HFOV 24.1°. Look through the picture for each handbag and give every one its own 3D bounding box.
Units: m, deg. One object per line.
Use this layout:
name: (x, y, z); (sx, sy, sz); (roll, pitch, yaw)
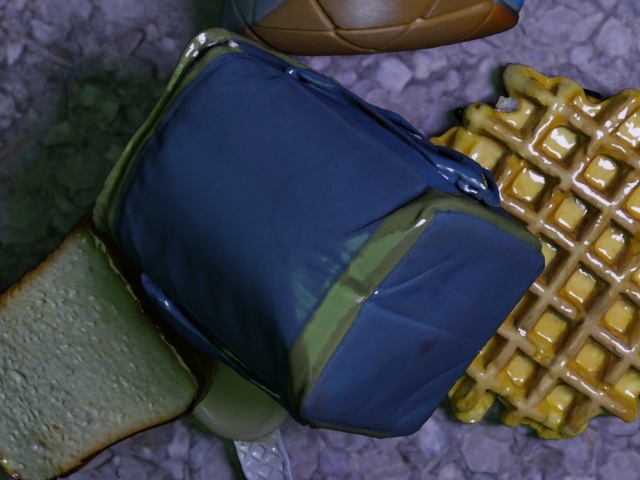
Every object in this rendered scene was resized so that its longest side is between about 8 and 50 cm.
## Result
handbag: (0.000, 0.000, 1.103); (0.241, 0.263, 0.222); (39, 103, 29)

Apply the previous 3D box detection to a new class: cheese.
cheese: (-0.063, 0.150, 1.263); (0.127, 0.050, 0.235); (-13, 106, 10)

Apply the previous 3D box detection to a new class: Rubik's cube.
Rubik's cube: (0.004, -0.248, 1.169); (0.255, 0.254, 0.254); (0, 99, 1)

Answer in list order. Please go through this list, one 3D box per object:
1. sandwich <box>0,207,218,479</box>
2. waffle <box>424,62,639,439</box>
sandwich: (-0.204, 0.090, 1.214); (0.215, 0.065, 0.186); (-33, 97, 27)
waffle: (0.204, 0.020, 1.235); (0.329, 0.062, 0.329); (0, 98, 1)
